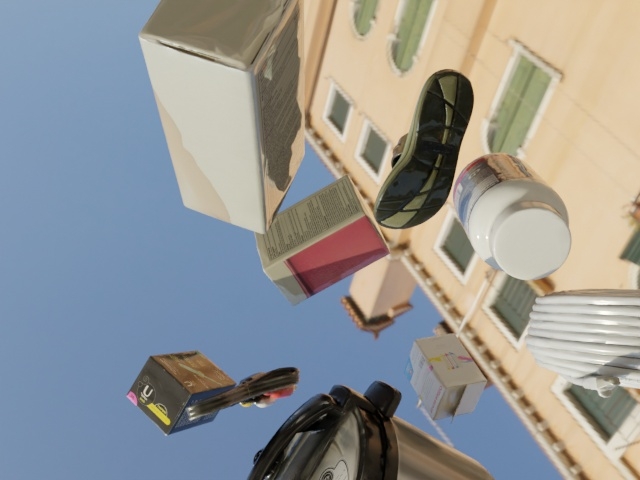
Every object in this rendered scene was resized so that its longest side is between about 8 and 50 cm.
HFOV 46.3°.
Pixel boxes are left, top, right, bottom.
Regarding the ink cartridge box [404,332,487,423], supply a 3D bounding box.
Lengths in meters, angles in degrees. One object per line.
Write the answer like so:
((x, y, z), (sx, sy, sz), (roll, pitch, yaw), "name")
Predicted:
((0.233, 0.258, 1.384), (0.090, 0.092, 0.143), (-6, -140, -23), "ink cartridge box")

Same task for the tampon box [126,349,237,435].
((-0.270, 0.294, 1.468), (0.120, 0.101, 0.161), (36, -168, 23), "tampon box")

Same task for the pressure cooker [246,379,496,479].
((0.059, 0.471, 1.261), (0.420, 0.375, 0.369), (33, -142, -21), "pressure cooker")

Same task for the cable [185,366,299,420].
((-0.125, 0.288, 1.356), (0.140, 0.072, 0.287), (-15, 178, 19), "cable")

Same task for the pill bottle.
((0.353, -0.045, 1.384), (0.176, 0.176, 0.318), (13, -161, -4), "pill bottle")

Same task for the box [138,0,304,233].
((-0.096, -0.155, 0.859), (0.121, 0.311, 0.148), (19, -119, 9), "box")

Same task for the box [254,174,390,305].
((0.000, 0.000, 1.517), (0.232, 0.127, 0.148), (-29, -141, 8), "box")

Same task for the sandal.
((0.183, -0.154, 1.313), (0.120, 0.302, 0.086), (15, -160, -18), "sandal")

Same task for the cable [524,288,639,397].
((0.336, 0.094, 0.750), (0.257, 0.089, 0.257), (1, 179, -17), "cable")
